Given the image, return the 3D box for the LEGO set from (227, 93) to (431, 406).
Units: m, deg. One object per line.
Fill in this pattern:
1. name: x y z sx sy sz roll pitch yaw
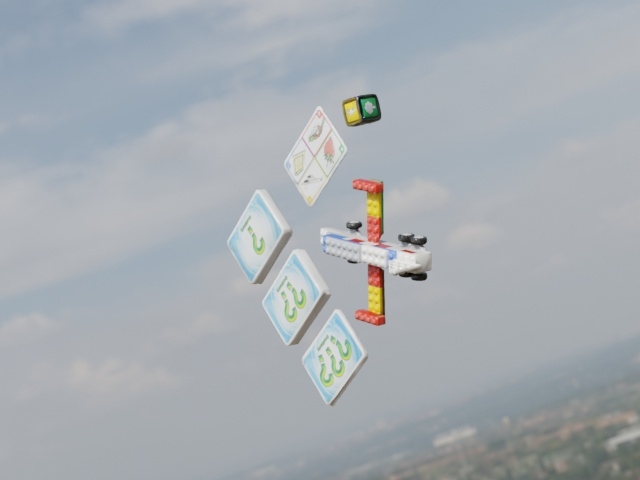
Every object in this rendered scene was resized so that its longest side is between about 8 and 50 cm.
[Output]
1. LEGO set: 0.000 0.000 1.247 0.060 0.182 0.244 -11 -31 -38
